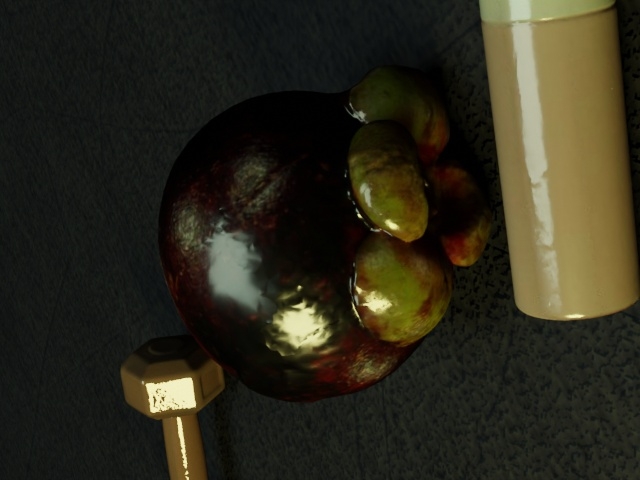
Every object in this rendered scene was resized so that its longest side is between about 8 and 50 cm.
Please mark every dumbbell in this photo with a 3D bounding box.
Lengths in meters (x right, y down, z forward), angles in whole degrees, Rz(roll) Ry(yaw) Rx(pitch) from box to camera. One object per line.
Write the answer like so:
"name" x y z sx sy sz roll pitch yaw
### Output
"dumbbell" -0.122 0.200 1.253 0.082 0.092 0.231 3 111 26

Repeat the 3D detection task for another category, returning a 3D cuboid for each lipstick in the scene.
"lipstick" 0.123 -0.088 0.721 0.070 0.070 0.254 15 119 54

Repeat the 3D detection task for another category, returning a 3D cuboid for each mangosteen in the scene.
"mangosteen" 0.000 0.000 0.856 0.210 0.210 0.210 33 133 46
